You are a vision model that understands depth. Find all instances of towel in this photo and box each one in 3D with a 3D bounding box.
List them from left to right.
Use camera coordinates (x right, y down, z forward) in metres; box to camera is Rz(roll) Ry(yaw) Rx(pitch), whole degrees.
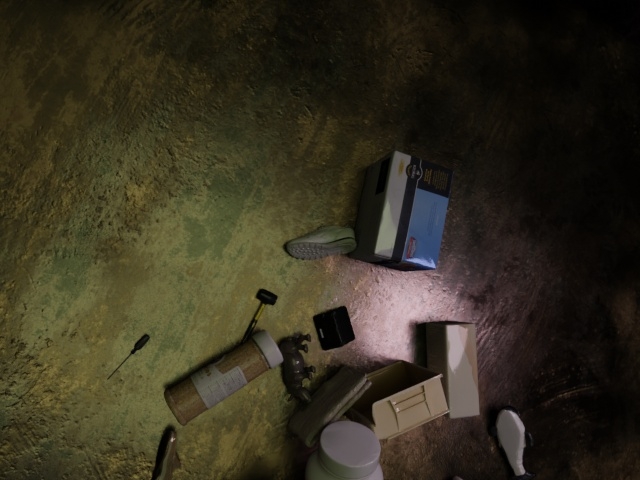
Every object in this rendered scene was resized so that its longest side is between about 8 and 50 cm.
[{"bbox_3d":[0.026,0.513,1.607,0.282,0.187,0.049,-43,101,-17],"label":"towel"}]

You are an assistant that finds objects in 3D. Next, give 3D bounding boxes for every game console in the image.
[{"bbox_3d":[0.048,0.297,1.726,0.107,0.071,0.122,-17,89,12],"label":"game console"}]

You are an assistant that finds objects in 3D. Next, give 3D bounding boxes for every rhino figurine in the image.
[{"bbox_3d":[-0.073,0.426,1.638,0.106,0.073,0.243,-8,88,19],"label":"rhino figurine"}]

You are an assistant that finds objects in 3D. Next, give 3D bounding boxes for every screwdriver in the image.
[{"bbox_3d":[-0.576,0.350,1.529,0.024,0.025,0.170,43,83,-10],"label":"screwdriver"}]

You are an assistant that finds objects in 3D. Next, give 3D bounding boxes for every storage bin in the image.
[{"bbox_3d":[0.227,0.504,1.631,0.260,0.262,0.123,-17,92,-18],"label":"storage bin"}]

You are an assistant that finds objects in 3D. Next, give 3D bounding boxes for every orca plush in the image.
[{"bbox_3d":[0.717,0.717,1.848,0.102,0.151,0.287,-25,90,-49],"label":"orca plush"}]

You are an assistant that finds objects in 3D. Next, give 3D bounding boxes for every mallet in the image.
[{"bbox_3d":[-0.212,0.243,1.641,0.062,0.039,0.189,37,80,-12],"label":"mallet"}]

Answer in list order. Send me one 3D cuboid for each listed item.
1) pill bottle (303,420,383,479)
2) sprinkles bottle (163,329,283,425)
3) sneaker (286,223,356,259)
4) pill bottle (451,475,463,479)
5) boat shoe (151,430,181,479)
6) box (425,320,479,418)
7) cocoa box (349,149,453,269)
[{"bbox_3d":[0.058,0.748,1.494,0.229,0.229,0.407,1,112,-17],"label":"pill bottle"},{"bbox_3d":[-0.290,0.413,1.552,0.355,0.121,0.121,-31,94,-17],"label":"sprinkles bottle"},{"bbox_3d":[0.000,0.000,1.710,0.235,0.090,0.094,-5,56,-9],"label":"sneaker"},{"bbox_3d":[0.456,0.927,1.736,0.117,0.117,0.208,40,75,-10],"label":"pill bottle"},{"bbox_3d":[-0.449,0.660,1.517,0.072,0.068,0.190,16,90,-27],"label":"boat shoe"},{"bbox_3d":[0.455,0.440,1.769,0.121,0.148,0.311,0,86,-18],"label":"box"},{"bbox_3d":[0.269,-0.085,1.714,0.228,0.231,0.347,15,81,-16],"label":"cocoa box"}]
